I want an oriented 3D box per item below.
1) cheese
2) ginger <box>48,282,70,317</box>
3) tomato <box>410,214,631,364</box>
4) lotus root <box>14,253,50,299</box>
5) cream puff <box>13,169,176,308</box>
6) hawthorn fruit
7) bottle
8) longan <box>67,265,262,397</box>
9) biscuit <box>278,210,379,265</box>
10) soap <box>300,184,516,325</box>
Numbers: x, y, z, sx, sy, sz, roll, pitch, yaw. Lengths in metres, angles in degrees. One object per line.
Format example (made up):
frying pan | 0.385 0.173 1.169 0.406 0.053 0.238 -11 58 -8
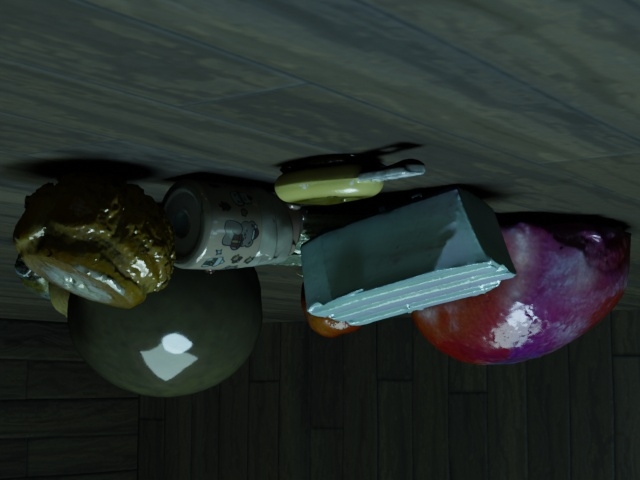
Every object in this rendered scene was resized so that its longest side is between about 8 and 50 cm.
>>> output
cheese | 0.034 -0.056 1.070 0.086 0.036 0.162 4 173 -36
ginger | -0.215 0.053 1.610 0.270 0.123 0.219 -6 168 33
tomato | 0.261 0.071 1.543 0.289 0.176 0.335 1 172 -33
lotus root | -0.371 0.046 1.718 0.113 0.088 0.192 4 175 24
cream puff | -0.211 -0.006 1.140 0.165 0.115 0.150 19 159 12
hawthorn fruit | 0.025 0.095 2.022 0.125 0.140 0.125 -13 -159 5
bottle | -0.082 -0.012 1.212 0.152 0.099 0.099 2 174 -44
longan | -0.189 0.074 1.409 0.248 0.248 0.248 0 173 0
biscuit | 0.000 0.000 1.482 0.147 0.046 0.250 2 173 -19
soap | 0.096 0.019 1.294 0.230 0.091 0.145 -18 160 28
